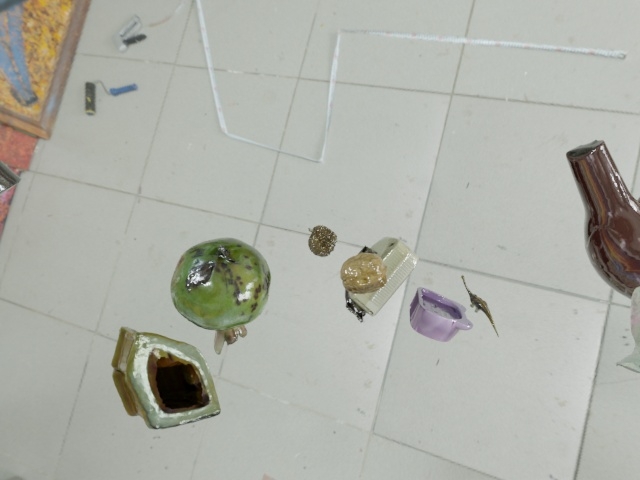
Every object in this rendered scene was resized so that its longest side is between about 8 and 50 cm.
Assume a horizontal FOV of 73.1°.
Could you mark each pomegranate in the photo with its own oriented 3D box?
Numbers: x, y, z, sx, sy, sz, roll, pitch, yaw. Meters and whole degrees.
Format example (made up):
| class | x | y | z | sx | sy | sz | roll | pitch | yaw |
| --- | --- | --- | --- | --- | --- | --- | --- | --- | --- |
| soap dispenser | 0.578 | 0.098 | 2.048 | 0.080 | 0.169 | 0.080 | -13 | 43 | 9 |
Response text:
| class | x | y | z | sx | sy | sz | roll | pitch | yaw |
| --- | --- | --- | --- | --- | --- | --- | --- | --- | --- |
| pomegranate | -0.119 | 0.070 | 0.536 | 0.122 | 0.122 | 0.162 | 10 | 119 | 18 |

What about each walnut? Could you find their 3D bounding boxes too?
| class | x | y | z | sx | sy | sz | roll | pitch | yaw |
| --- | --- | --- | --- | --- | --- | --- | --- | --- | --- |
| walnut | 0.088 | 0.066 | 0.860 | 0.096 | 0.083 | 0.079 | -16 | 113 | 7 |

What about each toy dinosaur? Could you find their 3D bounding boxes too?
| class | x | y | z | sx | sy | sz | roll | pitch | yaw |
| --- | --- | --- | --- | --- | --- | --- | --- | --- | --- |
| toy dinosaur | 0.422 | 0.174 | 1.145 | 0.037 | 0.058 | 0.180 | -37 | 65 | 3 |

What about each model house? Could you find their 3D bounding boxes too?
| class | x | y | z | sx | sy | sz | roll | pitch | yaw |
| --- | --- | --- | --- | --- | --- | --- | --- | --- | --- |
| model house | -0.393 | 0.307 | 1.020 | 0.239 | 0.173 | 0.268 | 0 | 107 | 46 |

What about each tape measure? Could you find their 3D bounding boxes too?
| class | x | y | z | sx | sy | sz | roll | pitch | yaw |
| --- | --- | --- | --- | --- | --- | --- | --- | --- | --- |
| tape measure | 0.160 | 0.111 | 1.370 | 0.133 | 0.231 | 0.271 | 39 | 86 | -10 |

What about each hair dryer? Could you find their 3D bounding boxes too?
| class | x | y | z | sx | sy | sz | roll | pitch | yaw |
| --- | --- | --- | --- | --- | --- | --- | --- | --- | --- |
| hair dryer | 0.595 | -0.093 | 0.802 | 0.340 | 0.123 | 0.313 | -38 | 107 | -26 |

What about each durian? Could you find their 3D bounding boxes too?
| class | x | y | z | sx | sy | sz | roll | pitch | yaw |
| --- | --- | --- | --- | --- | --- | --- | --- | --- | --- |
| durian | 0.000 | 0.000 | 1.120 | 0.091 | 0.080 | 0.080 | 37 | 94 | -17 |

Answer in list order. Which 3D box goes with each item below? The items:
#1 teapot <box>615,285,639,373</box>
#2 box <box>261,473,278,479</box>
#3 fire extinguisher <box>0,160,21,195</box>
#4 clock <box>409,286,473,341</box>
| class | x | y | z | sx | sy | sz | roll | pitch | yaw |
| --- | --- | --- | --- | --- | --- | --- | --- | --- | --- |
| teapot | 0.232 | 0.066 | 0.280 | 0.064 | 0.083 | 0.064 | 24 | 90 | 31 |
| box | -0.030 | 0.646 | 1.019 | 0.264 | 0.273 | 0.048 | 24 | 67 | 6 |
| fire extinguisher | -0.332 | -0.103 | 0.345 | 0.050 | 0.177 | 0.062 | -11 | 37 | 39 |
| clock | 0.235 | 0.151 | 0.859 | 0.109 | 0.152 | 0.050 | 22 | 104 | 6 |
